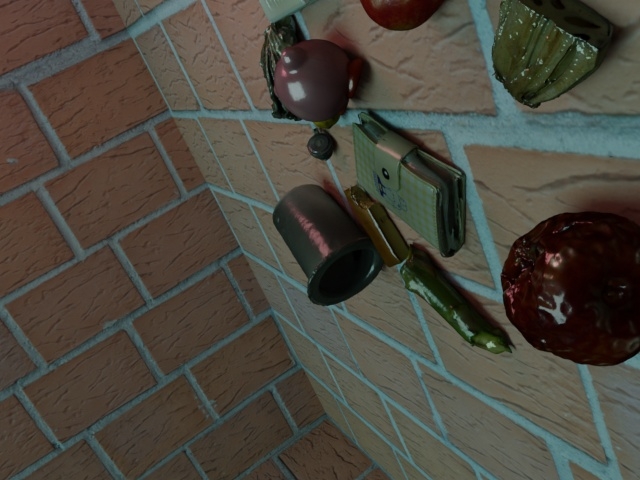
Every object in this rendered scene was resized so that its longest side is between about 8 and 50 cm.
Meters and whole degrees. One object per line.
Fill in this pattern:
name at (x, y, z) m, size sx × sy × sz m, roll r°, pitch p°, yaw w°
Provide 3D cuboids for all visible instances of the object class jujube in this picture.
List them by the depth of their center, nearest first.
jujube at (0.365, 0.062, 0.865) m, size 0.213 × 0.212 × 0.232 m, roll 60°, pitch 178°, yaw -5°

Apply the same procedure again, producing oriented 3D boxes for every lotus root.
lotus root at (0.284, -0.244, 0.788) m, size 0.143 × 0.070 × 0.144 m, roll 47°, pitch 156°, yaw 15°

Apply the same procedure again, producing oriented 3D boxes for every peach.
peach at (0.124, -0.380, 0.941) m, size 0.151 × 0.151 × 0.118 m, roll 78°, pitch -162°, yaw -47°

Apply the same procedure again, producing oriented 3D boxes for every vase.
vase at (0.000, 0.000, 1.712) m, size 0.291 × 0.245 × 0.245 m, roll 51°, pitch 162°, yaw 35°

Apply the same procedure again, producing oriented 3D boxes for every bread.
bread at (0.141, -0.043, 1.549) m, size 0.226 × 0.049 × 0.088 m, roll 59°, pitch 163°, yaw -1°

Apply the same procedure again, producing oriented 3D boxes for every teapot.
teapot at (0.001, -0.242, 1.584) m, size 0.057 × 0.066 × 0.088 m, roll 55°, pitch -163°, yaw -61°

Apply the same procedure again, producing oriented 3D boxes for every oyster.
oyster at (-0.082, -0.400, 1.481) m, size 0.268 × 0.112 × 0.199 m, roll 92°, pitch 164°, yaw -74°

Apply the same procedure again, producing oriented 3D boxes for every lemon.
lemon at (0.000, -0.309, 1.424) m, size 0.111 × 0.082 × 0.082 m, roll 54°, pitch 163°, yaw -10°

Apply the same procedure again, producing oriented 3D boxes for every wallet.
wallet at (0.174, -0.120, 1.304) m, size 0.309 × 0.077 × 0.223 m, roll 44°, pitch 161°, yaw 40°

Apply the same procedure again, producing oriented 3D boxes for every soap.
soap at (-0.071, -0.528, 1.272) m, size 0.198 × 0.066 × 0.119 m, roll 17°, pitch 134°, yaw 65°

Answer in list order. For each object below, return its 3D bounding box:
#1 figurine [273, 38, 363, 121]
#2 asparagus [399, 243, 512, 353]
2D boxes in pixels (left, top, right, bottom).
figurine at (-0.013, -0.330, 1.282) m, size 0.173 × 0.173 × 0.173 m, roll 50°, pitch 161°, yaw 24°
asparagus at (0.290, 0.140, 1.406) m, size 0.343 × 0.085 × 0.082 m, roll 51°, pitch 137°, yaw 29°
